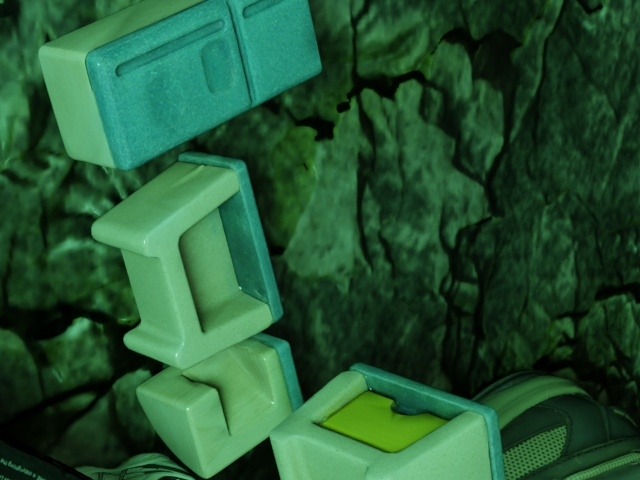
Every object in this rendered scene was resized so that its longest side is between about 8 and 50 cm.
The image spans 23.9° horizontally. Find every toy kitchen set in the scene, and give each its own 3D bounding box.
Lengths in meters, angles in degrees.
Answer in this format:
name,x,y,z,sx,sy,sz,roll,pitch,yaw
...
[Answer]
name,x,y,z,sx,sy,sz,roll,pitch,yaw
toy kitchen set,0.000,0.000,0.645,0.122,0.166,0.207,-32,122,-35

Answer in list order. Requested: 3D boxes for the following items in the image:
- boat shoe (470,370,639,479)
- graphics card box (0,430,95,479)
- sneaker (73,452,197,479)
name,x,y,z,sx,sy,sz,roll,pitch,yaw
boat shoe,0.067,0.194,0.787,0.355,0.130,0.132,-41,126,-31
graphics card box,-0.232,0.214,0.520,0.233,0.094,0.371,36,76,-44
sneaker,-0.091,0.117,0.678,0.083,0.037,0.032,-18,114,-39
